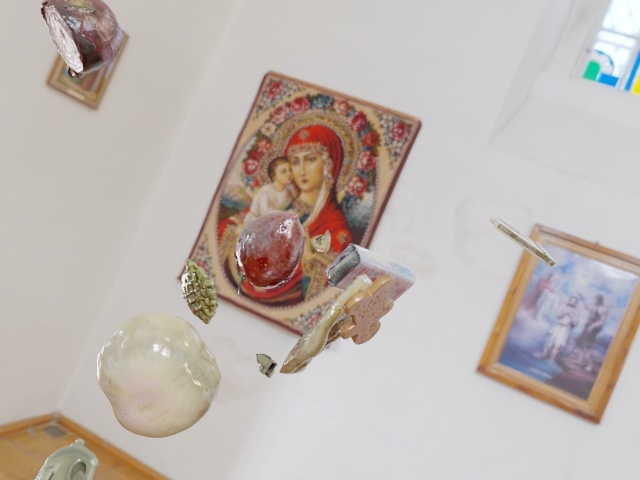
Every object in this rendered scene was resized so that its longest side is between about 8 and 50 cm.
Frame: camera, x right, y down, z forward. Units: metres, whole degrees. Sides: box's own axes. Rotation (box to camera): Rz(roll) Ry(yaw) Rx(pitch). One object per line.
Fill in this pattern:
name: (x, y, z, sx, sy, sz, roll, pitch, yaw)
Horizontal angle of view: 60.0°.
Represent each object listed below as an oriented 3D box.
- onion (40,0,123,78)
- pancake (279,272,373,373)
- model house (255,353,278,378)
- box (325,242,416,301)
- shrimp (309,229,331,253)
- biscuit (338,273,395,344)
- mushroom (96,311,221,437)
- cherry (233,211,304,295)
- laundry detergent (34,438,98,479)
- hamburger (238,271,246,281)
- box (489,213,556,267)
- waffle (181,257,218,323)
onion: (-0.552, -0.466, 1.302, 0.195, 0.140, 0.218, 42, -34, 9)
pancake: (0.026, 0.261, 1.649, 0.082, 0.387, 0.387, 42, 4, 14)
model house: (-0.166, 0.372, 1.660, 0.058, 0.057, 0.083, 34, -8, 21)
box: (0.206, 0.143, 2.279, 0.369, 0.190, 0.112, 24, 30, -39)
shrimp: (0.000, 0.000, 1.580, 0.059, 0.023, 0.108, 16, 37, -5)
biscuit: (0.113, 0.184, 1.389, 0.036, 0.165, 0.250, 49, -21, 31)
mushroom: (-0.329, 0.264, 1.156, 0.254, 0.260, 0.234, 26, 19, -12)
cherry: (-0.130, 0.019, 1.501, 0.175, 0.250, 0.192, 26, 29, -22)
laundry detergent: (-0.742, 0.693, 1.613, 0.181, 0.091, 0.253, -13, 34, 11)
hamburger: (-0.219, 0.101, 2.086, 0.189, 0.093, 0.164, -14, -9, -23)
box: (0.581, -0.002, 1.599, 0.198, 0.029, 0.109, 34, 17, -2)
waffle: (-0.459, 0.199, 2.081, 0.204, 0.223, 0.054, 36, 38, 29)
